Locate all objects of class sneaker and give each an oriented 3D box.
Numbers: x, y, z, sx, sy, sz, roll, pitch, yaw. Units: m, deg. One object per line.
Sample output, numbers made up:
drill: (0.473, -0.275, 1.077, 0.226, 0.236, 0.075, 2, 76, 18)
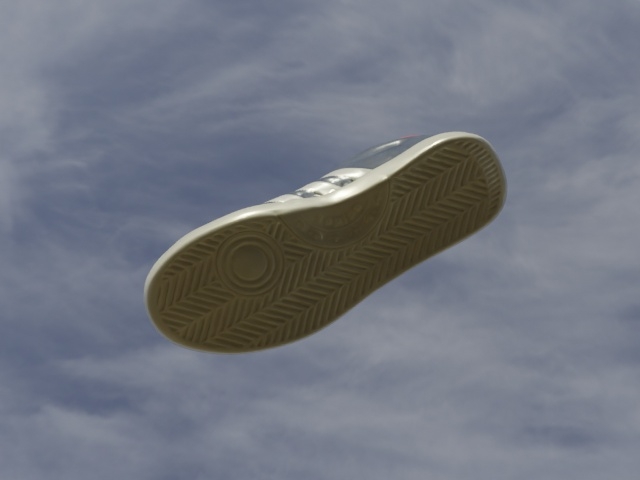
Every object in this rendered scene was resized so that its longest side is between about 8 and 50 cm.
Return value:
sneaker: (0.000, 0.000, 0.908, 0.350, 0.148, 0.131, -21, -79, -10)
